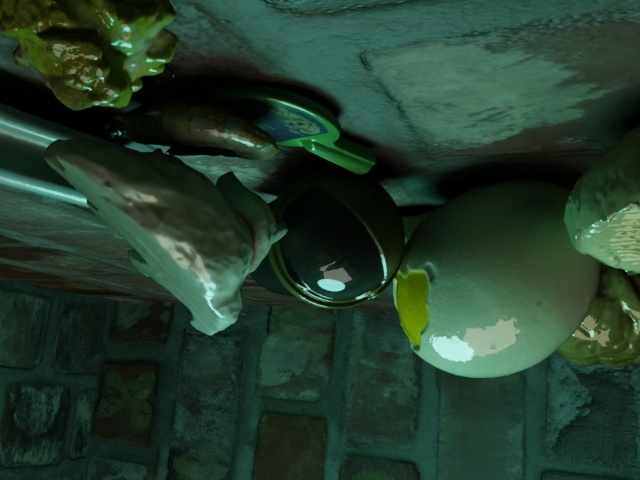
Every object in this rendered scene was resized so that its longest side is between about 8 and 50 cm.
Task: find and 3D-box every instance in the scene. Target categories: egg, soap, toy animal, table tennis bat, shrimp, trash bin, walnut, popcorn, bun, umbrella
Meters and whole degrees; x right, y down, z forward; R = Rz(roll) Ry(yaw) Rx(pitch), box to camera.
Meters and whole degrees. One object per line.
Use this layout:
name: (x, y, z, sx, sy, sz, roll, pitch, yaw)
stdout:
egg: (0.271, 0.055, 1.086, 0.283, 0.283, 0.345, 10, 143, -25)
soap: (-0.365, -0.107, 0.934, 0.173, 0.095, 0.290, 13, 177, 45)
toy animal: (-0.171, -0.043, 0.890, 0.308, 0.188, 0.266, 46, 167, -7)
table tennis bat: (-0.026, -0.136, 0.896, 0.257, 0.039, 0.160, 18, 167, -42)
shrimp: (-0.154, -0.133, 0.866, 0.254, 0.059, 0.145, 6, 175, 43)
trash bin: (0.000, 0.000, 1.122, 0.214, 0.214, 0.334, 10, 173, -23)
walnut: (0.522, 0.095, 1.268, 0.277, 0.251, 0.313, 1, 158, 19)
popcorn: (-0.192, -0.175, 0.589, 0.126, 0.126, 0.145, 28, -172, 9)
bun: (0.414, -0.060, 0.800, 0.260, 0.152, 0.259, 7, 156, 3)
umbrella: (-0.221, -0.177, 0.808, 0.149, 0.022, 0.022, -3, 124, 33)

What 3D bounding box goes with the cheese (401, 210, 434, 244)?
cheese: (0.199, 0.012, 1.351, 0.226, 0.117, 0.214, 16, 168, -26)
